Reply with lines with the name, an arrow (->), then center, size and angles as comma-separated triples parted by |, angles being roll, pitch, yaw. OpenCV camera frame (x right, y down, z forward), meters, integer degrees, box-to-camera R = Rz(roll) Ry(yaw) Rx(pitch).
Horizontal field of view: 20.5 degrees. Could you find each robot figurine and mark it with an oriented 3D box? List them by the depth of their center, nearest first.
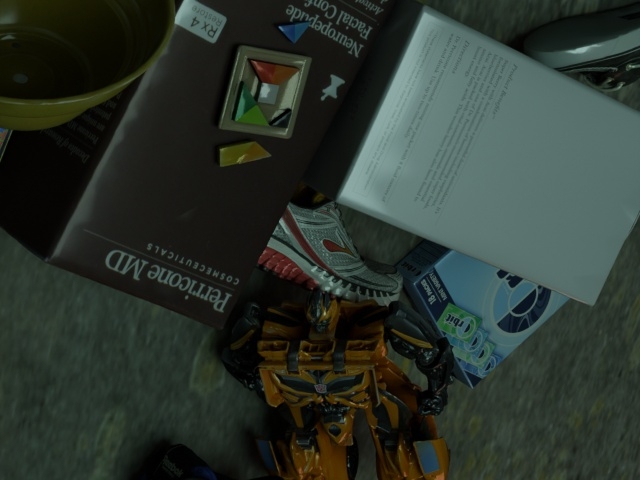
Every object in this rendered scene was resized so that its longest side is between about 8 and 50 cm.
robot figurine -> 0.025, 0.161, 1.599 | 0.085, 0.211, 0.291 | -77, 159, -43

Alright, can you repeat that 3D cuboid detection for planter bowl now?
planter bowl -> -0.219, -0.147, 1.301 | 0.217, 0.217, 0.090 | -20, 146, -27

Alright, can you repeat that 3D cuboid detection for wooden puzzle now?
wooden puzzle -> -0.042, -0.112, 1.362 | 0.078, 0.014, 0.116 | -3, 112, -35

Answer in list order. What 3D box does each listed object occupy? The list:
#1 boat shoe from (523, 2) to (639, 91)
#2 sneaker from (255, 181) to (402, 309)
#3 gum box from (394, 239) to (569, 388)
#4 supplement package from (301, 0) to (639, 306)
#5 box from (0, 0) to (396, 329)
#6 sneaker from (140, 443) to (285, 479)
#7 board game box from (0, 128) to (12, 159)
boat shoe -> 0.286, -0.180, 1.700 | 0.219, 0.077, 0.070 | -16, 118, -31
sneaker -> 0.000, 0.000, 1.573 | 0.225, 0.088, 0.093 | 27, 86, -44
gum box -> 0.176, 0.030, 1.739 | 0.184, 0.041, 0.157 | -40, 128, -13
supplement package -> 0.125, -0.087, 1.539 | 0.293, 0.175, 0.178 | 22, 96, -31
box -> -0.091, -0.142, 1.411 | 0.191, 0.143, 0.381 | 23, 98, -40
sneaker -> -0.149, 0.286, 1.586 | 0.315, 0.127, 0.182 | -19, 107, -20
board game box -> -0.325, -0.050, 1.343 | 0.141, 0.048, 0.170 | 18, 99, -41
